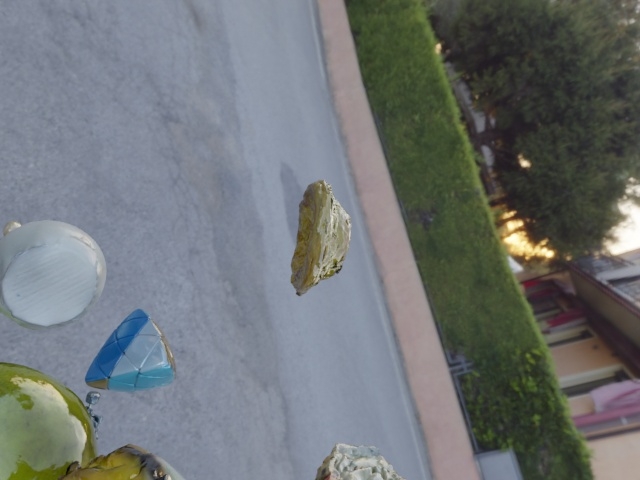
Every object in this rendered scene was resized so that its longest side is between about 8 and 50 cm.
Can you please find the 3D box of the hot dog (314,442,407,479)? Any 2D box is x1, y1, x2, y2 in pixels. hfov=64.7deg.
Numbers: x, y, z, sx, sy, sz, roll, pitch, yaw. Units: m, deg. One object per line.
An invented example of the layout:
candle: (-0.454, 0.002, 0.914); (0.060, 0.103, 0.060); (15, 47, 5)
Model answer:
hot dog: (-0.009, 0.516, 0.659); (0.367, 0.195, 0.366); (-52, 159, -83)

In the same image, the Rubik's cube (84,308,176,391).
Rubik's cube: (-0.495, 0.338, 1.346); (0.254, 0.254, 0.255); (56, 22, -37)

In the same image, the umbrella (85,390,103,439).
umbrella: (-0.833, 0.699, 1.773); (0.143, 0.094, 0.349); (-152, -99, -75)

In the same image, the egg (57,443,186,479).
egg: (-0.194, 0.358, 0.492); (0.174, 0.286, 0.265); (48, 55, -36)

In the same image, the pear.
pear: (-0.497, 0.316, 0.772); (0.253, 0.307, 0.253); (-54, 162, -27)

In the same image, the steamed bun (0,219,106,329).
steamed bun: (-0.755, 0.083, 1.399); (0.309, 0.309, 0.310); (56, 22, -37)

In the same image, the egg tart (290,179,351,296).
egg tart: (0.000, -0.004, 1.439); (0.341, 0.128, 0.342); (-171, -90, -75)

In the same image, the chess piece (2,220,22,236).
chess piece: (-0.846, 0.048, 1.586); (0.307, 0.124, 0.139); (44, 42, -37)
